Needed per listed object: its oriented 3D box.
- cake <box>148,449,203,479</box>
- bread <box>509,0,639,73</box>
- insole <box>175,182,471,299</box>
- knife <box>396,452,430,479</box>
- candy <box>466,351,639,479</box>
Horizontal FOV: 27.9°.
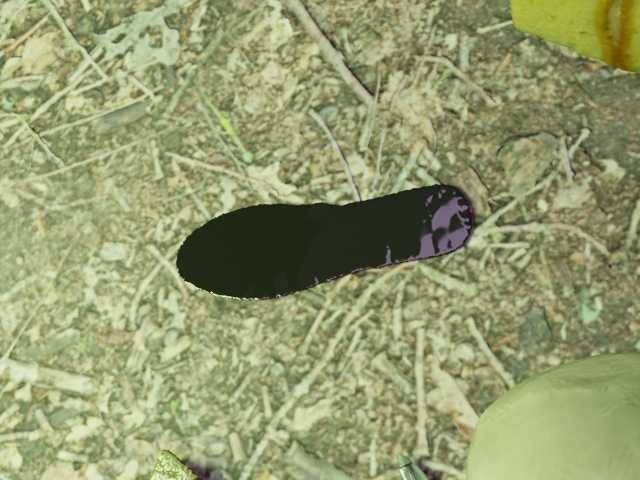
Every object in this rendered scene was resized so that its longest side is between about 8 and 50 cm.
[{"bbox_3d":[-0.162,0.280,1.275,0.055,0.051,0.140,23,79,18],"label":"cake"},{"bbox_3d":[0.324,-0.247,1.330,0.266,0.178,0.142,22,108,23],"label":"bread"},{"bbox_3d":[0.000,0.000,1.364,0.322,0.007,0.109,-11,70,9],"label":"insole"},{"bbox_3d":[0.120,0.283,1.223,0.022,0.026,0.184,-46,62,38],"label":"knife"},{"bbox_3d":[0.269,0.201,1.105,0.295,0.185,0.295,5,44,-4],"label":"candy"}]
